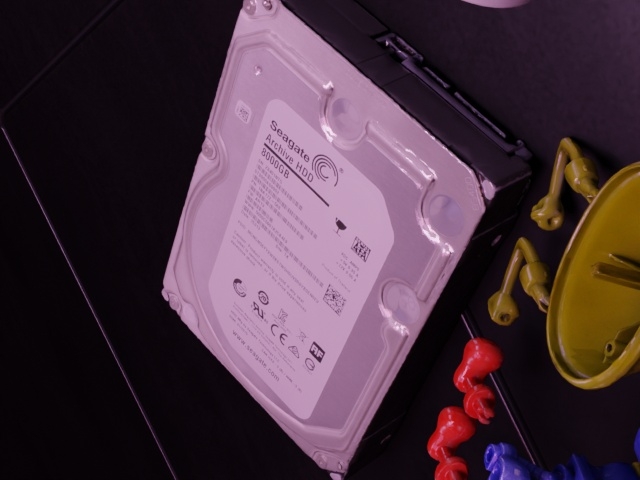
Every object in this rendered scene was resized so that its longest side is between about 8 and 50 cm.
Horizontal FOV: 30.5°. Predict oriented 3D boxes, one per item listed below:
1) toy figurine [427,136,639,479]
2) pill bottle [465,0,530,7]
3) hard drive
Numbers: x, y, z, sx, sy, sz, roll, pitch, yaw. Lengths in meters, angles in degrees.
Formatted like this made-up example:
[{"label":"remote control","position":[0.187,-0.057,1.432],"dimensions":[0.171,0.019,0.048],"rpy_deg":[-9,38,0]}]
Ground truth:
[{"label":"toy figurine","position":[0.196,0.143,0.704],"dimensions":[0.191,0.217,0.362],"rpy_deg":[-109,39,-74]},{"label":"pill bottle","position":[0.120,-0.238,0.543],"dimensions":[0.146,0.146,0.264],"rpy_deg":[47,138,19]},{"label":"hard drive","position":[0.000,0.000,0.876],"dimensions":[0.237,0.064,0.339],"rpy_deg":[45,137,21]}]
